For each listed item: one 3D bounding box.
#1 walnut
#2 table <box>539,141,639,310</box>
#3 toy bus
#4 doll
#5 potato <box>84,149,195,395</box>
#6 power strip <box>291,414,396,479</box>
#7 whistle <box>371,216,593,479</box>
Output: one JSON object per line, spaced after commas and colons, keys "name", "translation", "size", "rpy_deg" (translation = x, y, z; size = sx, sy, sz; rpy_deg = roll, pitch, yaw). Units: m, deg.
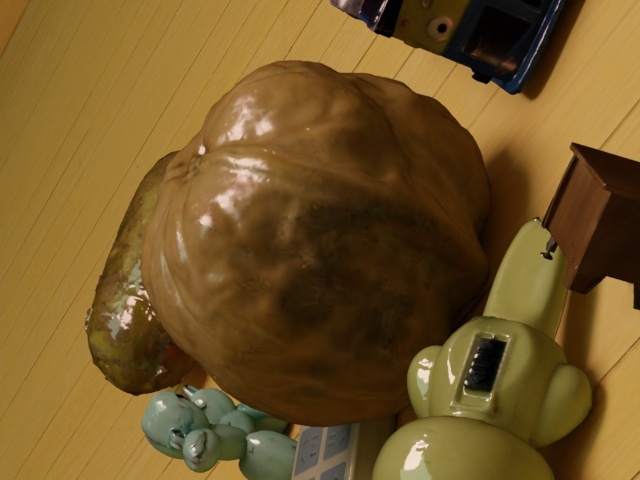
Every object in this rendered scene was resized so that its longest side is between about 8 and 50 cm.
{"name": "walnut", "translation": [0.000, -0.002, 1.557], "size": [0.253, 0.277, 0.282], "rpy_deg": [-40, 38, 35]}
{"name": "table", "translation": [0.203, -0.008, 1.316], "size": [0.070, 0.083, 0.082], "rpy_deg": [-117, 46, -61]}
{"name": "toy bus", "translation": [0.095, -0.244, 1.684], "size": [0.138, 0.175, 0.288], "rpy_deg": [-65, 21, 11]}
{"name": "doll", "translation": [-0.091, 0.184, 1.799], "size": [0.159, 0.158, 0.059], "rpy_deg": [-105, 39, -68]}
{"name": "potato", "translation": [-0.172, 0.036, 2.188], "size": [0.176, 0.141, 0.298], "rpy_deg": [-7, 57, 54]}
{"name": "power strip", "translation": [0.025, 0.152, 1.686], "size": [0.118, 0.046, 0.270], "rpy_deg": [-40, 35, 55]}
{"name": "whistle", "translation": [0.126, 0.130, 1.372], "size": [0.141, 0.141, 0.294], "rpy_deg": [-42, 15, 53]}
